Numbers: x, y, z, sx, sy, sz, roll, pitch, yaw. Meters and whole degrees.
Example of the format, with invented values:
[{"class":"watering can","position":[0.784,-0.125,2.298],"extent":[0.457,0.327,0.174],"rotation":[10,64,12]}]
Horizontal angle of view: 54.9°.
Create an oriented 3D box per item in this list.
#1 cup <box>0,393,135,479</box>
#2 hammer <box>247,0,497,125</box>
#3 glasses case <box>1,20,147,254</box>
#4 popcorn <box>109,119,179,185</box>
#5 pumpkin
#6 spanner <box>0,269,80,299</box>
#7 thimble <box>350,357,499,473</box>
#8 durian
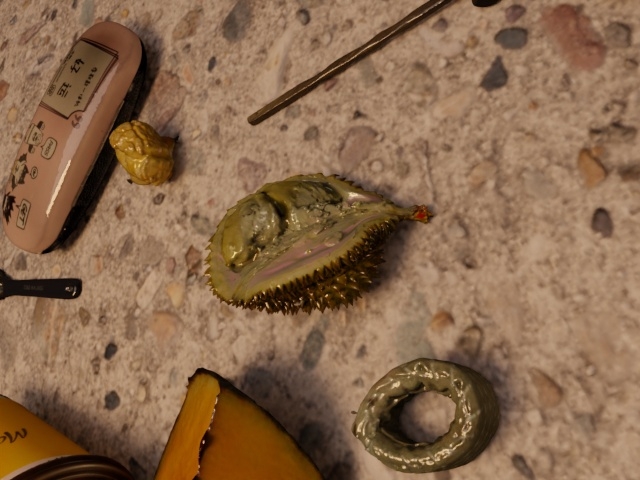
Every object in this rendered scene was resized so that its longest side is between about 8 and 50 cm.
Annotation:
[{"class":"cup","position":[-0.317,0.271,0.635],"extent":[0.280,0.196,0.196],"rotation":[20,89,42]},{"class":"hammer","position":[0.038,-0.191,0.621],"extent":[0.292,0.029,0.058],"rotation":[-26,64,26]},{"class":"glasses case","position":[-0.319,-0.131,0.792],"extent":[0.122,0.075,0.314],"rotation":[29,94,30]},{"class":"popcorn","position":[-0.196,-0.105,0.720],"extent":[0.084,0.084,0.084],"rotation":[-8,74,30]},{"class":"pumpkin","position":[-0.082,0.283,0.538],"extent":[0.169,0.148,0.312],"rotation":[-28,47,64]},{"class":"spanner","position":[-0.393,0.061,0.828],"extent":[0.208,0.012,0.046],"rotation":[-1,76,31]},{"class":"thimble","position":[0.081,0.139,0.488],"extent":[0.110,0.062,0.084],"rotation":[-18,67,27]},{"class":"durian","position":[0.000,0.000,0.563],"extent":[0.208,0.102,0.146],"rotation":[-16,49,1]}]
